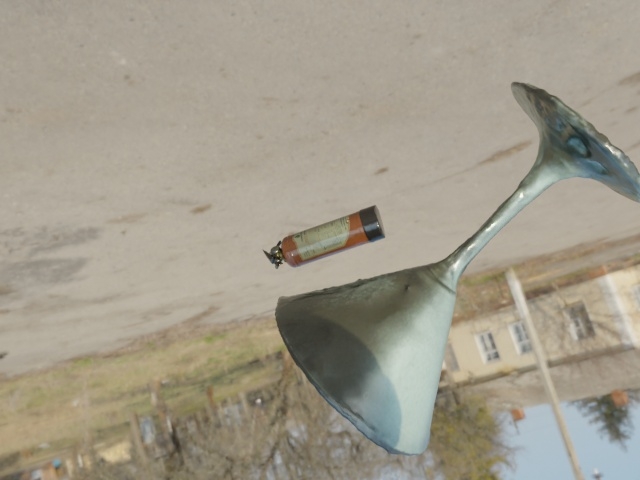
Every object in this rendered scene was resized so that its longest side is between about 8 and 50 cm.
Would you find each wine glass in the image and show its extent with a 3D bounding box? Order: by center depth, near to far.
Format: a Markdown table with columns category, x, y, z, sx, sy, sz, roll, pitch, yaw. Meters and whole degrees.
| category | x | y | z | sx | sy | sz | roll | pitch | yaw |
| --- | --- | --- | --- | --- | --- | --- | --- | --- | --- |
| wine glass | 0.166 | 0.023 | 0.814 | 0.406 | 0.267 | 0.267 | -49 | 161 | 10 |

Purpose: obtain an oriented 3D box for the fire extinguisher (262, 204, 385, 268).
| category | x | y | z | sx | sy | sz | roll | pitch | yaw |
| --- | --- | --- | --- | --- | --- | --- | --- | --- | --- |
| fire extinguisher | 0.000 | 0.000 | 0.932 | 0.177 | 0.062 | 0.050 | -18 | 125 | 12 |
